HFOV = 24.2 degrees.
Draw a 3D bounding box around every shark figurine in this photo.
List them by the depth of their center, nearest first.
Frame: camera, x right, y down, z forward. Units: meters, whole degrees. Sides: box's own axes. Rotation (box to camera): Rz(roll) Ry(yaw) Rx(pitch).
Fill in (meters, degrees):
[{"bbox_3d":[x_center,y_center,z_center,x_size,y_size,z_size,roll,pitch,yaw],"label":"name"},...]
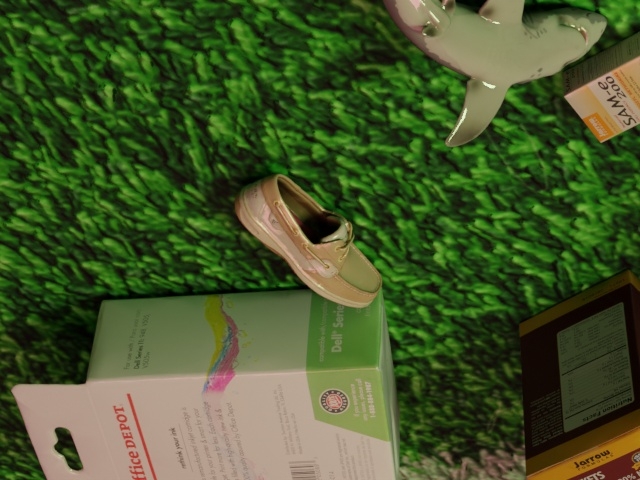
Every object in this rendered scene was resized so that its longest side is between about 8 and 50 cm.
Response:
[{"bbox_3d":[0.084,-0.193,1.165,0.278,0.116,0.166,38,92,-36],"label":"shark figurine"}]

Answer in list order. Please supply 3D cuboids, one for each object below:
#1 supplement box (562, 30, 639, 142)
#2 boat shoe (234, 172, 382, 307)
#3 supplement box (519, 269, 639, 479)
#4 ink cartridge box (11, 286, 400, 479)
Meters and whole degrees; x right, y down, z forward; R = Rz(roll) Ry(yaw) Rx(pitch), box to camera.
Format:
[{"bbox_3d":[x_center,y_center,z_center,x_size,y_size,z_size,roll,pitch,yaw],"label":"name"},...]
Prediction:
[{"bbox_3d":[0.259,-0.131,1.241,0.098,0.036,0.062,-28,124,28],"label":"supplement box"},{"bbox_3d":[0.000,0.000,1.368,0.170,0.063,0.059,37,131,-25],"label":"boat shoe"},{"bbox_3d":[0.296,0.175,1.412,0.129,0.194,0.191,-30,123,29],"label":"supplement box"},{"bbox_3d":[-0.105,0.160,1.487,0.353,0.119,0.207,-3,133,7],"label":"ink cartridge box"}]
